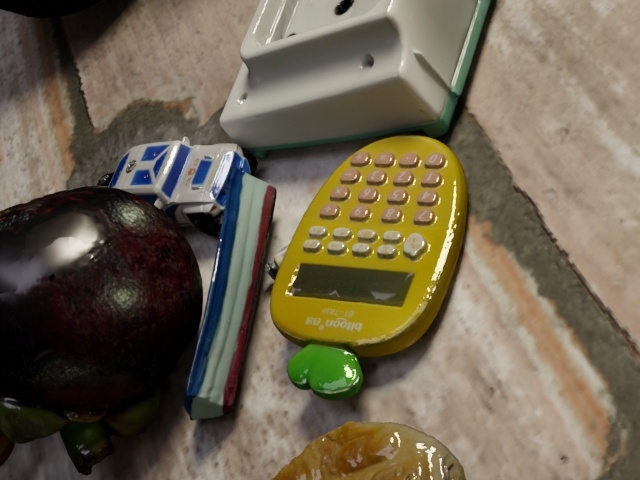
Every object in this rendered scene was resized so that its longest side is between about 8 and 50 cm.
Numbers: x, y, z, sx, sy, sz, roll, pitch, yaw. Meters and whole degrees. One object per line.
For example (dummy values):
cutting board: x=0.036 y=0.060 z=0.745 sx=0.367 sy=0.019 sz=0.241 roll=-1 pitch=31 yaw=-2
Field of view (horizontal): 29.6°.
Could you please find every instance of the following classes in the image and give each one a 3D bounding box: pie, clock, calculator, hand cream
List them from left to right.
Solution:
hand cream: x=0.000 y=0.000 z=0.996 sx=0.102 sy=0.022 sz=0.035 roll=-33 pitch=43 yaw=8
pie: x=0.018 y=0.211 z=0.788 sx=0.195 sy=0.046 sz=0.195 roll=-22 pitch=46 yaw=24
clock: x=0.031 y=-0.215 z=1.071 sx=0.231 sy=0.116 sz=0.262 roll=-4 pitch=55 yaw=40
calculator: x=0.037 y=0.017 z=0.929 sx=0.146 sy=0.032 sz=0.235 roll=4 pitch=60 yaw=34

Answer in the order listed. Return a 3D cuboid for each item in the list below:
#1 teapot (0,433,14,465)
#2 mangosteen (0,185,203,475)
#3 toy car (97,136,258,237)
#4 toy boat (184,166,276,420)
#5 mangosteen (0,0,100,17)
teapot: x=-0.316 y=0.105 z=1.101 sx=0.135 sy=0.178 sz=0.252 roll=-9 pitch=49 yaw=-15
mangosteen: x=-0.194 y=0.061 z=0.990 sx=0.216 sy=0.216 sz=0.216 roll=-23 pitch=46 yaw=26
toy car: x=-0.140 y=-0.050 z=1.118 sx=0.170 sy=0.070 sz=0.080 roll=-1 pitch=58 yaw=40
toy boat: x=-0.073 y=0.037 z=0.998 sx=0.045 sy=0.080 sz=0.229 roll=8 pitch=59 yaw=4
mangosteen: x=-0.330 y=-0.418 z=1.410 sx=0.330 sy=0.330 sz=0.330 roll=-23 pitch=46 yaw=26
